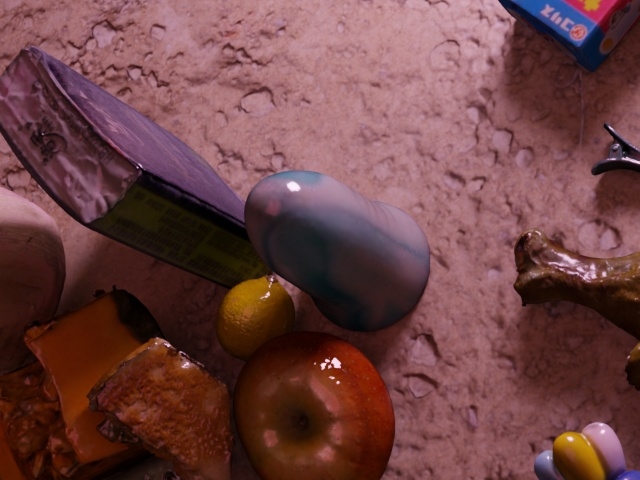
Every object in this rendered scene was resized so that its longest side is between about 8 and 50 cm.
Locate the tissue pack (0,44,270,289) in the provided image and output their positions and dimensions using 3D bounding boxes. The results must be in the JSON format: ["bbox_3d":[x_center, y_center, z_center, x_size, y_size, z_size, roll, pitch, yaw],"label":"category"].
[{"bbox_3d":[-0.246,-0.082,1.820,0.124,0.394,0.288,-49,60,6],"label":"tissue pack"}]

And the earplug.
[{"bbox_3d":[0.000,0.000,1.715,0.185,0.324,0.185,-7,74,24],"label":"earplug"}]

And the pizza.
[{"bbox_3d":[-0.186,0.227,1.733,0.226,0.069,0.147,32,80,-4],"label":"pizza"}]

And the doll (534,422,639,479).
[{"bbox_3d":[0.432,0.348,1.502,0.366,0.187,0.376,-5,62,14],"label":"doll"}]

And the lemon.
[{"bbox_3d":[-0.090,0.109,1.853,0.109,0.109,0.133,23,102,30],"label":"lemon"}]

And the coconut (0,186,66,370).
[{"bbox_3d":[-0.519,0.054,1.999,0.297,0.255,0.297,-13,71,43],"label":"coconut"}]

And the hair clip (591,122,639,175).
[{"bbox_3d":[0.461,-0.093,1.682,0.230,0.039,0.070,14,83,24],"label":"hair clip"}]

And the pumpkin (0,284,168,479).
[{"bbox_3d":[-0.331,0.218,1.859,0.303,0.256,0.225,-31,80,39],"label":"pumpkin"}]

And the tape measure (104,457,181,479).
[{"bbox_3d":[-0.229,0.406,1.836,0.235,0.115,0.207,-26,64,18],"label":"tape measure"}]

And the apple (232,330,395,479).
[{"bbox_3d":[-0.002,0.233,1.742,0.210,0.173,0.234,-14,80,24],"label":"apple"}]

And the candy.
[{"bbox_3d":[0.391,-0.390,1.760,0.157,0.100,0.306,42,95,28],"label":"candy"}]

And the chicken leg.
[{"bbox_3d":[0.398,0.086,1.609,0.361,0.140,0.211,-3,53,36],"label":"chicken leg"}]
